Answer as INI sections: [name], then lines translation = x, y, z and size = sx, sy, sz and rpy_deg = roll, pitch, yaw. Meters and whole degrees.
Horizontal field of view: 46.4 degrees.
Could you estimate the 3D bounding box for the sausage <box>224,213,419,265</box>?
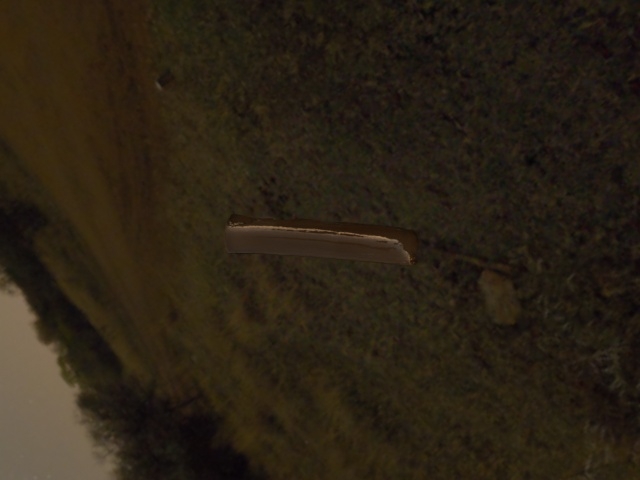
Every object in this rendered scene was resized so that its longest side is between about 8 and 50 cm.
[sausage]
translation = 0.000, 0.000, 0.435
size = 0.116, 0.026, 0.026
rpy_deg = 5, 143, 17
